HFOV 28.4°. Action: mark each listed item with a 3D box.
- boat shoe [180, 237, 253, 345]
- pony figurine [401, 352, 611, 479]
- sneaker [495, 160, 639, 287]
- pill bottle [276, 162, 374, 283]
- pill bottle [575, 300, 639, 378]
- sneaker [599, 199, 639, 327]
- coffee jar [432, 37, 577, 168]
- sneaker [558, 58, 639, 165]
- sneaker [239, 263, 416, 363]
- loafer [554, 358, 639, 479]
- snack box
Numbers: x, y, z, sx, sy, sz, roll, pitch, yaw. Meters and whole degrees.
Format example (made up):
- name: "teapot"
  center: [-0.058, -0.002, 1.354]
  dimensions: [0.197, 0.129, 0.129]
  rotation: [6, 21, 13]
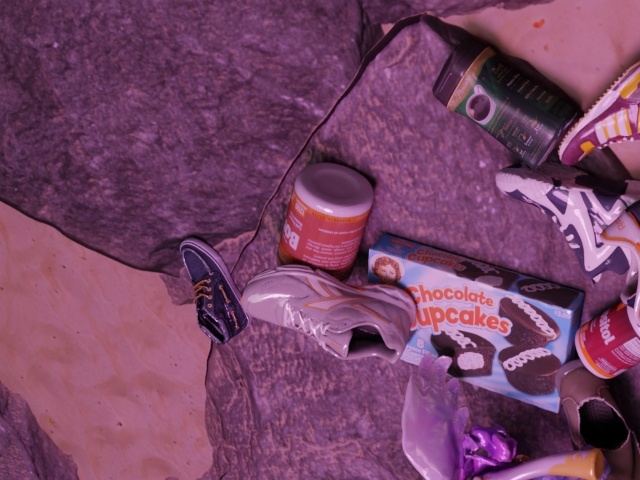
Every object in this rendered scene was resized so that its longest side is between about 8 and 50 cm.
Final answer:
- name: "boat shoe"
  center: [-0.188, 0.085, 2.116]
  dimensions: [0.065, 0.083, 0.183]
  rotation: [-29, 99, 41]
- name: "pony figurine"
  center: [0.230, 0.373, 1.803]
  dimensions: [0.363, 0.351, 0.303]
  rotation: [-5, 135, 37]
- name: "sneaker"
  center: [0.344, -0.014, 1.704]
  dimensions: [0.235, 0.094, 0.153]
  rotation: [11, 114, 16]
- name: "pill bottle"
  center: [0.000, 0.000, 1.918]
  dimensions: [0.121, 0.121, 0.216]
  rotation: [28, 128, 16]
- name: "pill bottle"
  center: [0.431, 0.123, 1.737]
  dimensions: [0.086, 0.086, 0.152]
  rotation: [49, 131, -2]
- name: "sneaker"
  center: [0.463, 0.092, 1.603]
  dimensions: [0.127, 0.126, 0.321]
  rotation: [-27, 97, 9]
- name: "coffee jar"
  center: [0.241, -0.184, 1.678]
  dimensions: [0.184, 0.079, 0.096]
  rotation: [37, 138, 8]
- name: "sneaker"
  center: [0.381, -0.145, 1.619]
  dimensions: [0.084, 0.069, 0.185]
  rotation: [44, 133, 9]
- name: "sneaker"
  center: [0.008, 0.114, 1.850]
  dimensions: [0.262, 0.121, 0.099]
  rotation: [7, 129, 4]
- name: "loafer"
  center: [0.404, 0.287, 1.818]
  dimensions: [0.094, 0.087, 0.251]
  rotation: [-25, 117, 12]
- name: "snack box"
  center: [0.222, 0.121, 1.888]
  dimensions: [0.322, 0.060, 0.187]
  rotation: [17, 125, 24]
